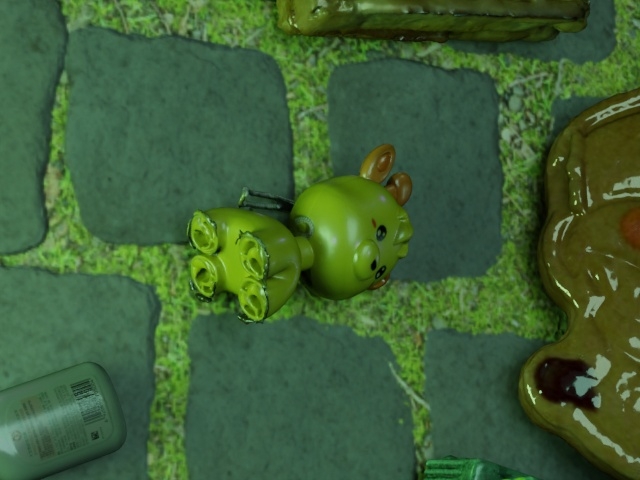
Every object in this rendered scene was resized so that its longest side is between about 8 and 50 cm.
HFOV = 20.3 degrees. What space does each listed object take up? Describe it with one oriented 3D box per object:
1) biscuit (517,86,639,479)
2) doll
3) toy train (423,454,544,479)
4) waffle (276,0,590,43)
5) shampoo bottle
[{"bbox_3d":[0.381,0.033,1.743,0.349,0.078,0.455,10,72,-6],"label":"biscuit"},{"bbox_3d":[0.000,0.000,1.593,0.221,0.135,0.143,-22,122,-36],"label":"doll"},{"bbox_3d":[0.245,0.286,1.617,0.330,0.178,0.138,21,70,-24],"label":"toy train"},{"bbox_3d":[0.102,-0.300,1.724,0.327,0.098,0.224,-3,79,-27],"label":"waffle"},{"bbox_3d":[-0.242,0.158,1.459,0.165,0.040,0.080,-19,89,-30],"label":"shampoo bottle"}]
